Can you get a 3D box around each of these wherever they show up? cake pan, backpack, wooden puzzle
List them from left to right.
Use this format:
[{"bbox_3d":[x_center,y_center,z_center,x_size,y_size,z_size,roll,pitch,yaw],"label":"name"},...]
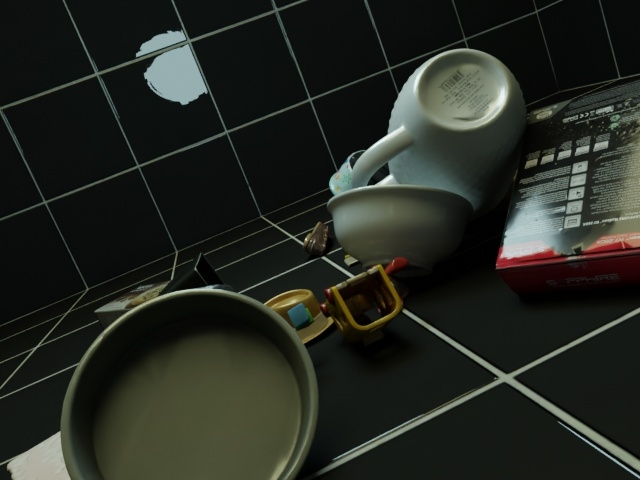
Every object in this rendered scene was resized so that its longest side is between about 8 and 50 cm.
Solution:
[{"bbox_3d":[-0.149,0.198,0.658,0.293,0.293,0.054,-25,-28,-19],"label":"cake pan"},{"bbox_3d":[0.100,0.046,1.450,0.078,0.014,0.116,-25,11,4],"label":"wooden puzzle"},{"bbox_3d":[0.146,-0.117,1.516,0.191,0.253,0.225,-42,-2,36],"label":"backpack"}]

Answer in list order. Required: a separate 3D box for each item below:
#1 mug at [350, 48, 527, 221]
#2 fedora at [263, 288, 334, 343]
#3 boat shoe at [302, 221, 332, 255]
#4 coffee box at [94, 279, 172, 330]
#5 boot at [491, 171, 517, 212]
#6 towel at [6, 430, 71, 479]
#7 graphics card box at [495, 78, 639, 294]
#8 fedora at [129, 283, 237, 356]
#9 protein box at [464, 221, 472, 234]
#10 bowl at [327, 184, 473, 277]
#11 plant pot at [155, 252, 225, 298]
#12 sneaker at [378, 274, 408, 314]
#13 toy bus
[{"bbox_3d":[0.230,-0.190,1.110,0.374,0.276,0.328,-29,-19,-1],"label":"mug"},{"bbox_3d":[-0.060,0.150,1.093,0.194,0.079,0.194,-21,11,4],"label":"fedora"},{"bbox_3d":[0.000,0.000,1.729,0.073,0.073,0.207,19,23,6],"label":"boat shoe"},{"bbox_3d":[-0.453,0.196,1.495,0.297,0.119,0.168,-10,17,43],"label":"coffee box"},{"bbox_3d":[0.481,-0.115,1.367,0.115,0.112,0.305,15,20,17],"label":"boot"},{"bbox_3d":[-0.290,0.307,0.850,0.317,0.054,0.331,-30,15,-34],"label":"towel"},{"bbox_3d":[0.433,-0.091,0.884,0.232,0.094,0.371,-12,44,43],"label":"graphics card box"},{"bbox_3d":[-0.203,0.166,0.828,0.333,0.153,0.334,-20,12,5],"label":"fedora"},{"bbox_3d":[0.316,-0.144,1.383,0.199,0.136,0.201,26,29,14],"label":"protein box"},{"bbox_3d":[0.157,-0.002,1.122,0.297,0.134,0.298,4,-13,1],"label":"bowl"},{"bbox_3d":[-0.282,0.164,1.227,0.167,0.188,0.187,-35,12,-1],"label":"plant pot"},{"bbox_3d":[0.133,0.086,1.068,0.061,0.065,0.158,-19,12,10],"label":"sneaker"},{"bbox_3d":[0.067,0.121,0.925,0.191,0.104,0.202,-38,-19,31],"label":"toy bus"}]
